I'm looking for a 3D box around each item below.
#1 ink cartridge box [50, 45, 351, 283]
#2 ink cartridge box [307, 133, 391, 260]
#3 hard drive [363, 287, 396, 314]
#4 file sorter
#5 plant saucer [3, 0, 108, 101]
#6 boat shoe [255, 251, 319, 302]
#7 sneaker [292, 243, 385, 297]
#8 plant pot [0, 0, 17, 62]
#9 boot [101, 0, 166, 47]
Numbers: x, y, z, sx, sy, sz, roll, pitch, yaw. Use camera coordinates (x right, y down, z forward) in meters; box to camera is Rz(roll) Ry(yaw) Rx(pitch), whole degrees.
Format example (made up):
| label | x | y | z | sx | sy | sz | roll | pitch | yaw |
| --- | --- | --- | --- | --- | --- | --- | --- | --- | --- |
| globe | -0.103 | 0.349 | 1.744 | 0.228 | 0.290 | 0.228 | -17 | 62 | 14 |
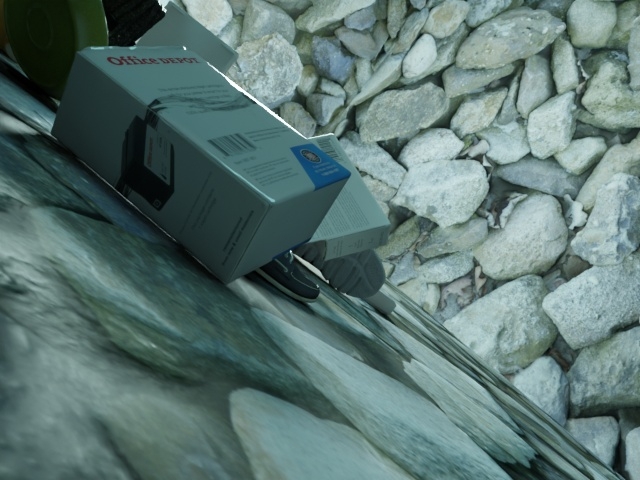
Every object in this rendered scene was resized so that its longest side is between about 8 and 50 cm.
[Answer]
| label | x | y | z | sx | sy | sz | roll | pitch | yaw |
| --- | --- | --- | --- | --- | --- | --- | --- | --- | --- |
| ink cartridge box | -0.148 | -0.112 | 0.855 | 0.307 | 0.129 | 0.223 | 39 | 28 | 12 |
| ink cartridge box | -0.039 | -0.084 | 1.321 | 0.066 | 0.261 | 0.296 | 96 | -25 | -46 |
| hard drive | 0.056 | 0.067 | 1.791 | 0.233 | 0.047 | 0.353 | 36 | 5 | -19 |
| file sorter | -0.339 | -0.359 | 1.536 | 0.193 | 0.278 | 0.173 | 38 | -1 | 0 |
| plant saucer | -0.417 | -0.328 | 1.015 | 0.241 | 0.241 | 0.037 | 39 | 36 | 19 |
| boat shoe | -0.066 | 0.025 | 0.976 | 0.206 | 0.065 | 0.075 | 36 | 4 | -32 |
| sneaker | 0.000 | 0.000 | 1.471 | 0.321 | 0.124 | 0.180 | 36 | 5 | -22 |
| plant pot | -0.535 | -0.421 | 1.183 | 0.188 | 0.205 | 0.205 | 56 | 10 | 19 |
| boot | -0.467 | -0.439 | 1.339 | 0.348 | 0.260 | 0.131 | 41 | 4 | 38 |
